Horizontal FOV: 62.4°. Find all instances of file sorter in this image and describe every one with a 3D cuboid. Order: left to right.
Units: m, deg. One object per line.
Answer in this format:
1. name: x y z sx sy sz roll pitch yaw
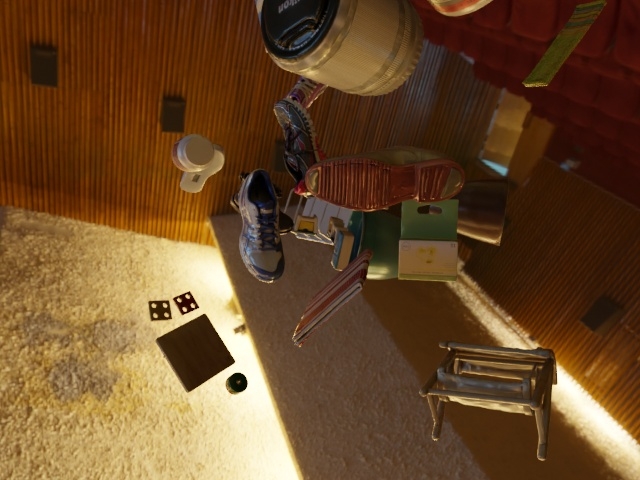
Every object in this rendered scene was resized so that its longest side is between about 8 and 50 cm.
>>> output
1. file sorter: 0.000 -0.104 2.227 0.277 0.193 0.173 11 169 33

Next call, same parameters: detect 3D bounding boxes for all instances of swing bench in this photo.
1. swing bench: 0.399 0.335 1.232 0.253 0.165 0.255 -2 -151 31

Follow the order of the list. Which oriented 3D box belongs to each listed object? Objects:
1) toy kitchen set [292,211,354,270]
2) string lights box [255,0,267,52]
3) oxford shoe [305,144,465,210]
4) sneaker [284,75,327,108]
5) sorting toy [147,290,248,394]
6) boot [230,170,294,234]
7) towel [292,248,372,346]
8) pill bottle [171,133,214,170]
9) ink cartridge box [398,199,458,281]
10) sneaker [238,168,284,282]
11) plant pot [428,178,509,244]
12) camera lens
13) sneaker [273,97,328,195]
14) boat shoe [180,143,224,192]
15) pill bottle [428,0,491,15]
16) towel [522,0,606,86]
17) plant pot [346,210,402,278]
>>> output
1. toy kitchen set: 0.000 0.000 1.765 0.166 0.122 0.207 7 -162 -13
2. string lights box: -0.087 -0.582 1.260 0.133 0.260 0.077 22 -131 35
3. oxford shoe: 0.155 -0.169 1.348 0.396 0.140 0.146 1 -145 -8
4. sneaker: -0.037 -0.502 1.717 0.102 0.282 0.161 32 -161 -6
5. sorting toy: -0.282 0.241 1.157 0.132 0.046 0.274 -27 -100 -45
6. boot: -0.174 -0.118 1.738 0.263 0.229 0.091 28 -113 -16
7. towel: 0.043 0.142 1.400 0.037 0.237 0.329 45 -165 -3
8. pill bottle: -0.297 -0.204 1.239 0.086 0.086 0.152 0 -174 -23
9. ink cartridge box: 0.318 -0.002 1.553 0.171 0.235 0.056 2 -167 12
10. sneaker: -0.154 -0.042 1.359 0.111 0.131 0.296 -9 -107 -19
11. plant pot: 0.474 -0.106 1.712 0.230 0.215 0.215 8 -154 15
12. camera lens: 0.041 -0.406 1.008 0.274 0.219 0.219 3 -154 -47
13. sneaker: -0.065 -0.275 1.531 0.112 0.121 0.299 -20 -99 -24
14. boat shoe: -0.361 -0.237 1.596 0.095 0.258 0.084 19 -121 -31
15. pill bottle: 0.191 -0.591 0.923 0.363 0.210 0.210 29 -166 -38
16. towel: 0.603 -0.487 1.313 0.021 0.237 0.102 33 -175 -16
17. plant pot: 0.234 0.025 1.920 0.255 0.272 0.272 11 -153 -10
